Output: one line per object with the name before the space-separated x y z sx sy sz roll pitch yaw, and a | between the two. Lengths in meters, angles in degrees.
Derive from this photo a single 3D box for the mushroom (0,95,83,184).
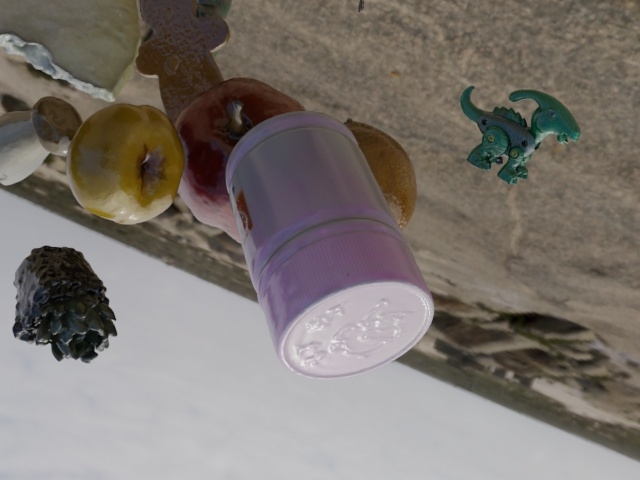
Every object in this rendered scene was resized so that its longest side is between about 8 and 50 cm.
mushroom | -0.577 -0.185 1.386 0.350 0.128 0.128 -10 153 40

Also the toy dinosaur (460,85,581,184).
toy dinosaur | 0.201 -0.119 0.758 0.132 0.096 0.059 36 -149 22

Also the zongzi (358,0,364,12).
zongzi | -0.086 -0.505 0.923 0.447 0.418 0.181 -1 -156 -6

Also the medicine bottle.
medicine bottle | 0.000 0.000 0.940 0.202 0.202 0.316 27 -149 -40

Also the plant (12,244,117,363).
plant | -0.407 0.104 1.135 0.132 0.129 0.194 15 -151 -45

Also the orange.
orange | 0.067 -0.112 1.439 0.264 0.264 0.264 23 176 2

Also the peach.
peach | -0.271 -0.109 1.017 0.103 0.179 0.179 16 172 33

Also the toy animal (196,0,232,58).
toy animal | -0.247 -0.506 1.599 0.125 0.251 0.127 27 163 10

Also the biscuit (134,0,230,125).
biscuit | -0.267 -0.367 1.442 0.216 0.339 0.047 -21 180 16

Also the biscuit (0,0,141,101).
biscuit | -0.240 -0.204 0.522 0.265 0.188 0.040 45 144 -5

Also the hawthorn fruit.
hawthorn fruit | -0.117 -0.145 1.182 0.287 0.287 0.330 23 165 8
